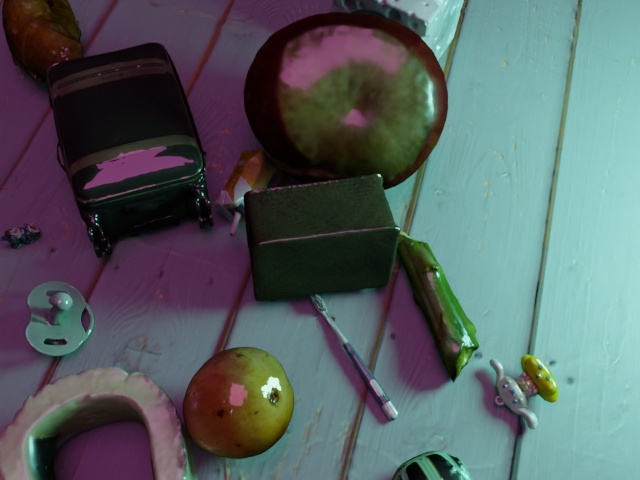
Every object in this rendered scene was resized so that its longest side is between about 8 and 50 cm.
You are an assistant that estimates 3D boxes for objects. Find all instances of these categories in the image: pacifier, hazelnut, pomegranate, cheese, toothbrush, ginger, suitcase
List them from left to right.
[{"bbox_3d":[-0.623,-0.460,1.612,0.165,0.172,0.321,-1,53,-48],"label":"ginger"},{"bbox_3d":[-0.475,0.134,1.307,0.126,0.116,0.150,14,54,-24],"label":"pacifier"},{"bbox_3d":[-0.350,0.387,1.147,0.292,0.153,0.332,-18,62,-12],"label":"cheese"},{"bbox_3d":[-0.396,-0.203,1.453,0.283,0.194,0.434,-16,61,-11],"label":"suitcase"},{"bbox_3d":[-0.141,0.273,1.199,0.191,0.191,0.191,1,61,-2],"label":"pomegranate"},{"bbox_3d":[0.050,-0.271,1.443,0.409,0.359,0.359,8,61,4],"label":"hazelnut"},{"bbox_3d":[0.060,0.211,1.334,0.024,0.026,0.288,-30,67,-9],"label":"toothbrush"}]

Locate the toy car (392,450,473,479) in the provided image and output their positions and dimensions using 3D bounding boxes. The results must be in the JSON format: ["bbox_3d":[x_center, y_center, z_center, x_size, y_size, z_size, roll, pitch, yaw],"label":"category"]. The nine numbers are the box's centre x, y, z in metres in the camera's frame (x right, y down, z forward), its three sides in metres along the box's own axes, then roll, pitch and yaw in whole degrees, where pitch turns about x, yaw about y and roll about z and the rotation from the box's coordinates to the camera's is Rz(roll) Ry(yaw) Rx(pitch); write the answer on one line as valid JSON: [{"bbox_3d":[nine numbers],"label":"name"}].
[{"bbox_3d":[0.227,0.481,1.134,0.136,0.125,0.306,-20,65,-13],"label":"toy car"}]

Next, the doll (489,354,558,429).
[{"bbox_3d":[0.366,0.263,1.304,0.135,0.071,0.113,35,83,23],"label":"doll"}]

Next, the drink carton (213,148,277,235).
[{"bbox_3d":[-0.162,-0.090,1.460,0.074,0.084,0.200,2,55,36],"label":"drink carton"}]

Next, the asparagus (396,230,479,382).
[{"bbox_3d":[0.218,0.103,1.374,0.085,0.082,0.343,-31,59,22],"label":"asparagus"}]

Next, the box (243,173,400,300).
[{"bbox_3d":[-0.001,-0.002,1.349,0.273,0.184,0.143,-7,51,-8],"label":"box"}]

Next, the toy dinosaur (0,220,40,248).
[{"bbox_3d":[-0.600,-0.011,1.417,0.083,0.047,0.031,-22,65,-15],"label":"toy dinosaur"}]

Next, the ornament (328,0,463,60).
[{"bbox_3d":[0.174,-0.524,1.627,0.239,0.240,0.240,27,63,12],"label":"ornament"}]
